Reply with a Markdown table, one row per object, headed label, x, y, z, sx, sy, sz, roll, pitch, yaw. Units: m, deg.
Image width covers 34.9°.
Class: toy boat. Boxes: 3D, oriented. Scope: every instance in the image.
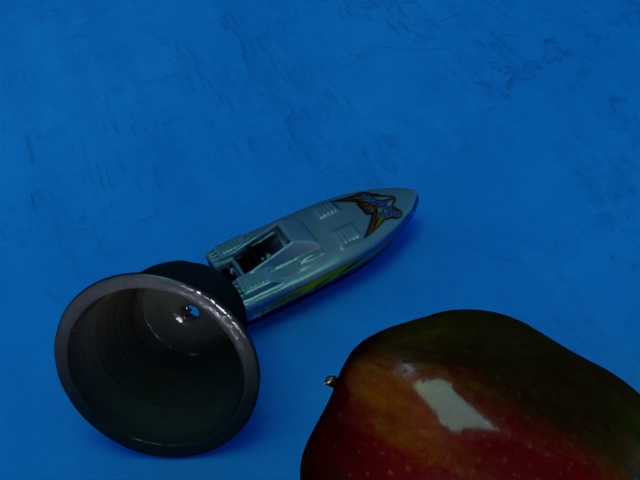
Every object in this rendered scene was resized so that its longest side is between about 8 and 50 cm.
| label | x | y | z | sx | sy | sz | roll | pitch | yaw |
| --- | --- | --- | --- | --- | --- | --- | --- | --- | --- |
| toy boat | 0.000 | 0.000 | 1.324 | 0.295 | 0.088 | 0.129 | -26 | 44 | -13 |

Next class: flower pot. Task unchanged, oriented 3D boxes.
| label | x | y | z | sx | sy | sz | roll | pitch | yaw |
| --- | --- | --- | --- | --- | --- | --- | --- | --- | --- |
| flower pot | -0.169 | 0.115 | 1.178 | 0.235 | 0.235 | 0.148 | -2 | 23 | 12 |

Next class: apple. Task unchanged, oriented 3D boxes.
| label | x | y | z | sx | sy | sz | roll | pitch | yaw |
| --- | --- | --- | --- | --- | --- | --- | --- | --- | --- |
| apple | 0.145 | 0.209 | 0.936 | 0.317 | 0.288 | 0.288 | 23 | 53 | 20 |
